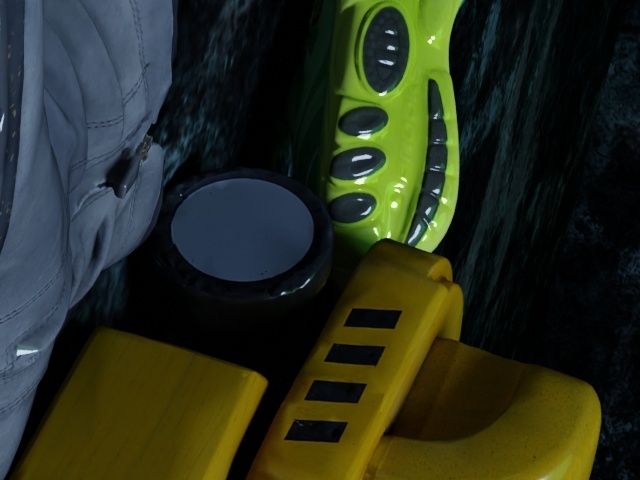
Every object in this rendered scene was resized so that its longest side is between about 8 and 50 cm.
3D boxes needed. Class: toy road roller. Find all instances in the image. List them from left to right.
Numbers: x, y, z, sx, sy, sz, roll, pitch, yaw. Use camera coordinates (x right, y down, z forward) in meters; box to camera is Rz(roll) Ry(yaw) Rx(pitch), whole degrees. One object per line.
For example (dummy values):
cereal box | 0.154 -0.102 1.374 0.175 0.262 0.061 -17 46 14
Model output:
toy road roller | -0.008 0.139 0.872 0.202 0.240 0.329 92 20 -47

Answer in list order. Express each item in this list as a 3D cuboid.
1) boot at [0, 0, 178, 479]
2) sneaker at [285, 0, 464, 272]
boot | -0.109 -0.050 0.544 0.338 0.118 0.223 112 3 -51
sneaker | 0.029 -0.123 1.040 0.123 0.109 0.296 -18 -123 61
